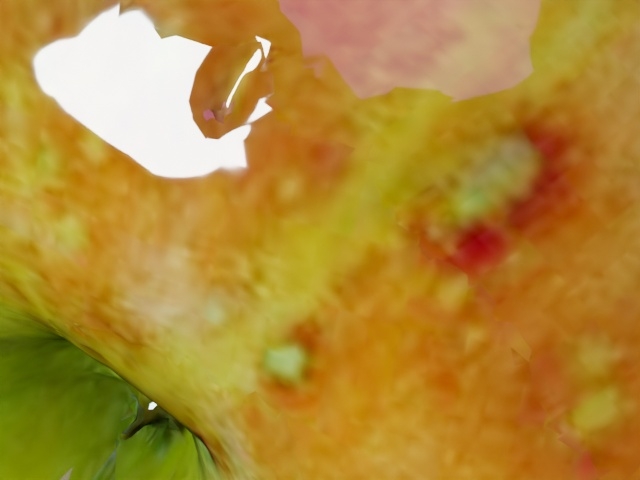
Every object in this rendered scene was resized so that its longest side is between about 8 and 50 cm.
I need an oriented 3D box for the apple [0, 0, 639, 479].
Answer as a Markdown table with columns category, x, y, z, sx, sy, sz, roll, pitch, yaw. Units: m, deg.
| category | x | y | z | sx | sy | sz | roll | pitch | yaw |
| --- | --- | --- | --- | --- | --- | --- | --- | --- | --- |
| apple | 0.000 | 0.000 | 0.511 | 0.339 | 0.339 | 0.339 | 8 | 49 | -10 |
